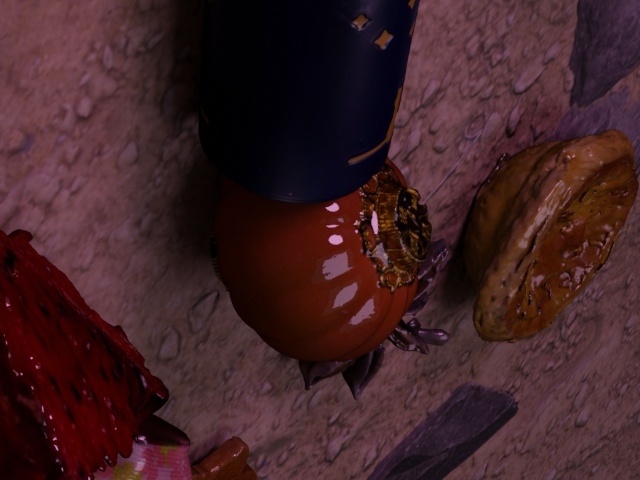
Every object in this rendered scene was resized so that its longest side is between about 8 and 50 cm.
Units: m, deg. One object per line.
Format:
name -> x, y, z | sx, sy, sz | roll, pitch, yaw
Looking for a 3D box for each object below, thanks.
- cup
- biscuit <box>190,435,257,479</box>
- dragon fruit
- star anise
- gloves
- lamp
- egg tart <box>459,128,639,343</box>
cup -> 0.018, -0.189, 1.445 | 0.255, 0.178, 0.256 | -32, 146, -36
biscuit -> -0.128, 0.292, 1.851 | 0.183, 0.043, 0.280 | -49, 156, -8
dragon fruit -> -0.285, 0.117, 1.386 | 0.286, 0.228, 0.329 | -31, 180, 19
star anise -> 0.052, 0.073, 1.856 | 0.209, 0.089, 0.231 | -38, 143, -9
gloves -> -0.199, 0.283, 1.653 | 0.241, 0.126, 0.145 | -64, 175, 8
lamp -> 0.000, 0.000, 1.585 | 0.223, 0.196, 0.223 | 26, 60, -56
egg tart -> 0.256, -0.013, 2.062 | 0.290, 0.115, 0.290 | -39, 149, -29
